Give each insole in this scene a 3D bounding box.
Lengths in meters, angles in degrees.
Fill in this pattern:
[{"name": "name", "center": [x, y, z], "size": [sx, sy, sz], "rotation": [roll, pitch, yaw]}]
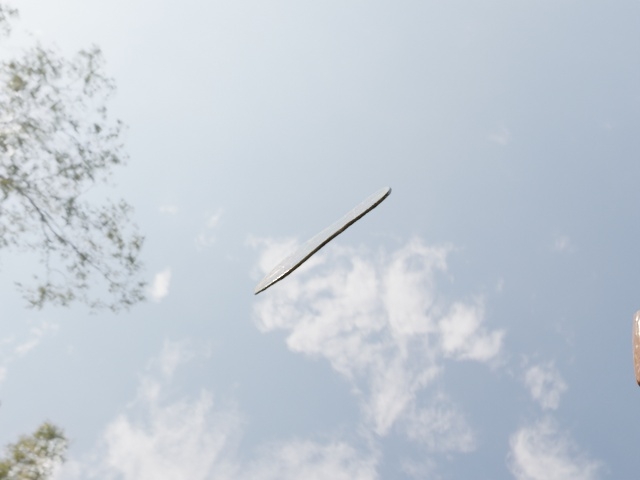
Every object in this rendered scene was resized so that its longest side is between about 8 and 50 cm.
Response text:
[{"name": "insole", "center": [0.000, 0.000, 0.718], "size": [0.193, 0.065, 0.006], "rotation": [-37, -78, 11]}]

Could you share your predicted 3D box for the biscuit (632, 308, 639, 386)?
[{"name": "biscuit", "center": [0.511, 0.213, 0.824], "size": [0.284, 0.043, 0.306], "rotation": [-17, -122, -27]}]
